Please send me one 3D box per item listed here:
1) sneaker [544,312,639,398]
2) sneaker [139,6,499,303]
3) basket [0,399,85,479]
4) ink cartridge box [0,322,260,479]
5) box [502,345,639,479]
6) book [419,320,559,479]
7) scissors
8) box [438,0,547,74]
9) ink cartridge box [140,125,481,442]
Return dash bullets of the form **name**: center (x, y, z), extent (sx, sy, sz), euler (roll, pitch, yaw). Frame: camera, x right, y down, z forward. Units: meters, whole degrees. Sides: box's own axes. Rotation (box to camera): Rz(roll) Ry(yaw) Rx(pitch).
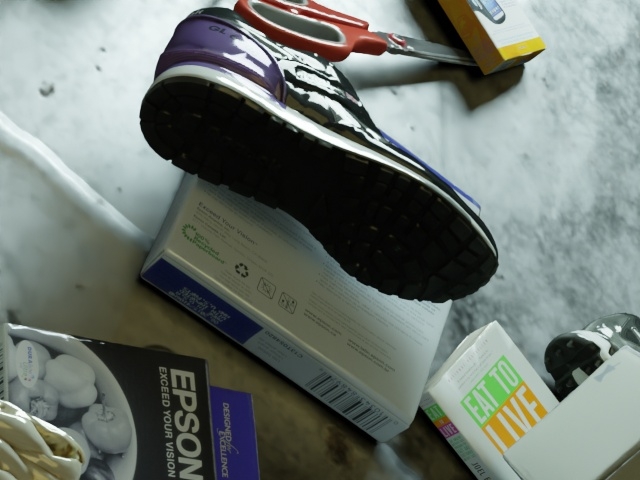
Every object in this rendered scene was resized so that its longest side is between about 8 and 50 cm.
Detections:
- **sneaker**: center (0.280, 0.150, 1.474), extent (0.106, 0.078, 0.234), euler (-33, 85, -42)
- **sneaker**: center (0.016, -0.071, 1.325), extent (0.283, 0.107, 0.124), euler (33, 42, -17)
- **basket**: center (-0.322, 0.178, 0.826), extent (0.331, 0.328, 0.266), euler (33, 47, -17)
- **ink cartridge box**: center (-0.112, 0.167, 1.187), extent (0.208, 0.045, 0.206), euler (13, 57, -33)
- **box**: center (0.261, 0.211, 1.327), extent (0.127, 0.148, 0.232), euler (-41, 104, -2)
- **book**: center (0.142, 0.146, 1.407), extent (0.144, 0.035, 0.096), euler (51, 47, -5)
- **scissors**: center (0.049, -0.153, 1.497), extent (0.297, 0.021, 0.109), euler (16, 27, -33)
- **box**: center (0.131, -0.208, 1.601), extent (0.081, 0.028, 0.136), euler (-21, 76, -54)
- **ink cartridge box**: center (0.000, 0.000, 1.371), extent (0.223, 0.045, 0.224), euler (36, 48, -14)
